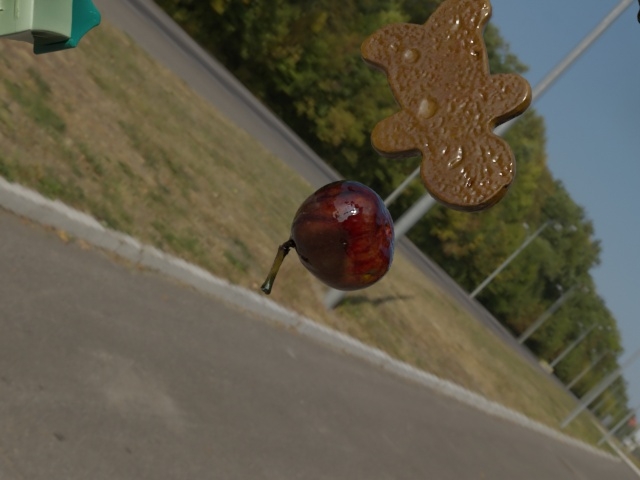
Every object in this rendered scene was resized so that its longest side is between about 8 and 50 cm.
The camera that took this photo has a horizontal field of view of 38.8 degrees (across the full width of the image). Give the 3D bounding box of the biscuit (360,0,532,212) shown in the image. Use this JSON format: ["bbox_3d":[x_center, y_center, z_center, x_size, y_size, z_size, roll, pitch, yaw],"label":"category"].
[{"bbox_3d":[0.106,-0.110,0.762,0.031,0.138,0.205,50,22,-57],"label":"biscuit"}]

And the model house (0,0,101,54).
[{"bbox_3d":[-0.444,-0.375,1.482,0.100,0.127,0.149,-1,-5,34],"label":"model house"}]

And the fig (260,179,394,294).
[{"bbox_3d":[0.011,-0.009,1.674,0.186,0.249,0.204,-54,133,-47],"label":"fig"}]

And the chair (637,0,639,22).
[{"bbox_3d":[0.454,-0.362,1.188,0.159,0.170,0.326,33,-29,36],"label":"chair"}]
